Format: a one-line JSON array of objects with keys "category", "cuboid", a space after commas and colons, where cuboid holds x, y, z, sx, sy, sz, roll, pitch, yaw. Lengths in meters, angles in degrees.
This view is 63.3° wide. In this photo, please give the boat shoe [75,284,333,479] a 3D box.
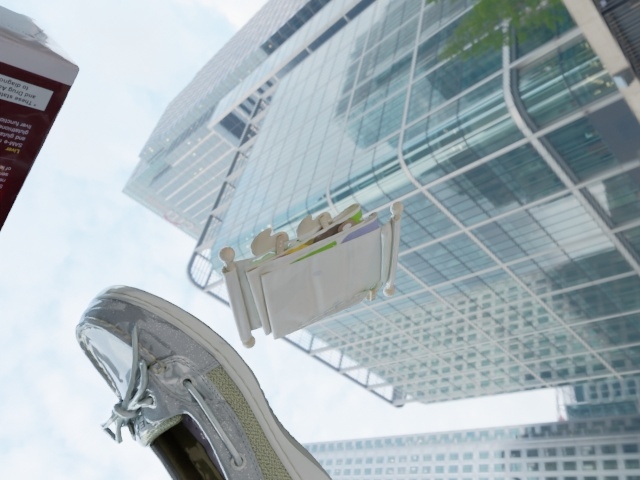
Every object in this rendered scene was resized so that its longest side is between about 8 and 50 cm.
[{"category": "boat shoe", "cuboid": [-0.100, 0.175, 0.435, 0.320, 0.118, 0.103, 51, -140, 1]}]

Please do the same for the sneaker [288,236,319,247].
[{"category": "sneaker", "cuboid": [0.000, 0.000, 1.191, 0.188, 0.071, 0.066, -35, -88, -34]}]

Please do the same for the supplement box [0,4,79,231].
[{"category": "supplement box", "cuboid": [-0.260, -0.033, 0.299, 0.073, 0.240, 0.130, 43, -163, 27]}]

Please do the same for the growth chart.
[{"category": "growth chart", "cuboid": [0.002, 0.035, 0.581, 0.237, 0.172, 0.021, -17, -138, -26]}]
